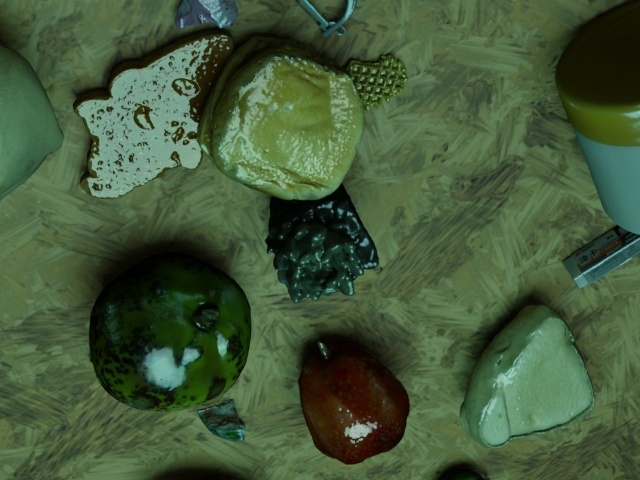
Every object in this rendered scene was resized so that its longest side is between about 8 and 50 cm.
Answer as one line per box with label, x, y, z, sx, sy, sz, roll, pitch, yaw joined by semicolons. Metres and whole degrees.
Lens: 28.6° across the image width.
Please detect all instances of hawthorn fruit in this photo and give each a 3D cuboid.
hawthorn fruit;0.049;0.237;1.852;0.173;0.179;0.173;-18;166;-5

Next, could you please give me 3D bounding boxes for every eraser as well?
eraser;0.420;0.019;1.854;0.122;0.052;0.029;-34;123;9

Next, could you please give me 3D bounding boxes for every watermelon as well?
watermelon;0.235;0.419;2.051;0.109;0.109;0.109;-6;124;-9
watermelon;-0.137;0.272;1.905;0.085;0.085;0.061;20;87;-24

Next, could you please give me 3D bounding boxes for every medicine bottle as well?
medicine bottle;0.450;-0.161;1.629;0.238;0.238;0.232;-27;126;5

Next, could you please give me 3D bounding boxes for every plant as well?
plant;0.000;0.000;1.657;0.129;0.194;0.132;-27;124;11

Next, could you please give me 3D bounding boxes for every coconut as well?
coconut;-0.411;-0.141;1.466;0.224;0.224;0.224;-6;124;-9

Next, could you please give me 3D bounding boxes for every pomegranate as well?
pomegranate;-0.214;0.153;1.705;0.222;0.204;0.276;4;126;-34

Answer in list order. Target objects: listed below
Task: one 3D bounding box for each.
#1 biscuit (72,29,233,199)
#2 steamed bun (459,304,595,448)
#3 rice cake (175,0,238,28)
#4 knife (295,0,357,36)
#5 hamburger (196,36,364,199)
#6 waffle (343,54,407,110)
biscuit;-0.209;-0.162;1.593;0.183;0.043;0.280;31;107;-33
steamed bun;0.295;0.212;1.919;0.212;0.110;0.231;-33;123;-12
rice cake;-0.175;-0.371;1.455;0.081;0.051;0.290;-21;125;-1
knife;0.085;-0.361;1.525;0.278;0.053;0.123;-38;129;14
hamburger;-0.045;-0.148;1.581;0.214;0.108;0.213;-14;122;-23
waffle;0.072;-0.209;1.643;0.085;0.016;0.078;-20;129;1
